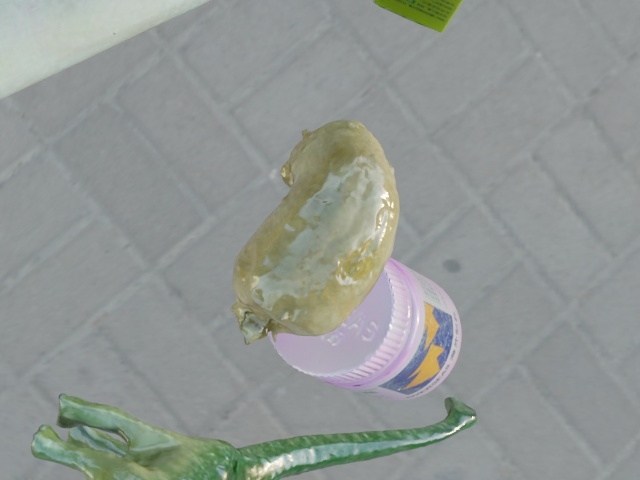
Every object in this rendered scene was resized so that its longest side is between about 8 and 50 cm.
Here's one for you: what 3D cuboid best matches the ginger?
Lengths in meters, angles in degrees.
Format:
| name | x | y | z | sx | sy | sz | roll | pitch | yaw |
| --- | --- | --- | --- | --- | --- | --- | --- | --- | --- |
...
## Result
| name | x | y | z | sx | sy | sz | roll | pitch | yaw |
| --- | --- | --- | --- | --- | --- | --- | --- | --- | --- |
| ginger | 0.000 | 0.000 | 1.468 | 0.138 | 0.152 | 0.267 | 34 | 77 | -34 |

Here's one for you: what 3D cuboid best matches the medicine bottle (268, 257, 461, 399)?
| name | x | y | z | sx | sy | sz | roll | pitch | yaw |
| --- | --- | --- | --- | --- | --- | --- | --- | --- | --- |
| medicine bottle | 0.060 | 0.106 | 1.735 | 0.178 | 0.290 | 0.178 | -4 | 78 | 20 |

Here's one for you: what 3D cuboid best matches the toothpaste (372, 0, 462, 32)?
| name | x | y | z | sx | sy | sz | roll | pitch | yaw |
| --- | --- | --- | --- | --- | --- | --- | --- | --- | --- |
| toothpaste | 0.136 | -0.311 | 1.171 | 0.077 | 0.327 | 0.110 | 22 | 65 | -5 |

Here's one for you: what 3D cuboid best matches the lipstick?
| name | x | y | z | sx | sy | sz | roll | pitch | yaw |
| --- | --- | --- | --- | --- | --- | --- | --- | --- | --- |
| lipstick | -0.184 | -0.108 | 0.702 | 0.253 | 0.079 | 0.077 | -29 | 114 | -18 |

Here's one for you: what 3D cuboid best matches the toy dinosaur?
| name | x | y | z | sx | sy | sz | roll | pitch | yaw |
| --- | --- | --- | --- | --- | --- | --- | --- | --- | --- |
| toy dinosaur | -0.061 | 0.202 | 0.961 | 0.301 | 0.447 | 0.087 | 21 | 122 | 3 |
